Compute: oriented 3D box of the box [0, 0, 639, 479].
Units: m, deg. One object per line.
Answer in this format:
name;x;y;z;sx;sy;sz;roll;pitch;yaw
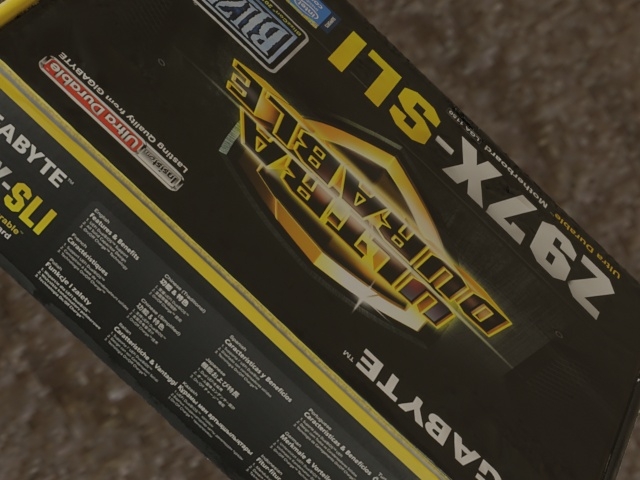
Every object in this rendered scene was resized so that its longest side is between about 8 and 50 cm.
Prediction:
box;0.000;0.000;0.859;0.322;0.079;0.257;44;29;-4
